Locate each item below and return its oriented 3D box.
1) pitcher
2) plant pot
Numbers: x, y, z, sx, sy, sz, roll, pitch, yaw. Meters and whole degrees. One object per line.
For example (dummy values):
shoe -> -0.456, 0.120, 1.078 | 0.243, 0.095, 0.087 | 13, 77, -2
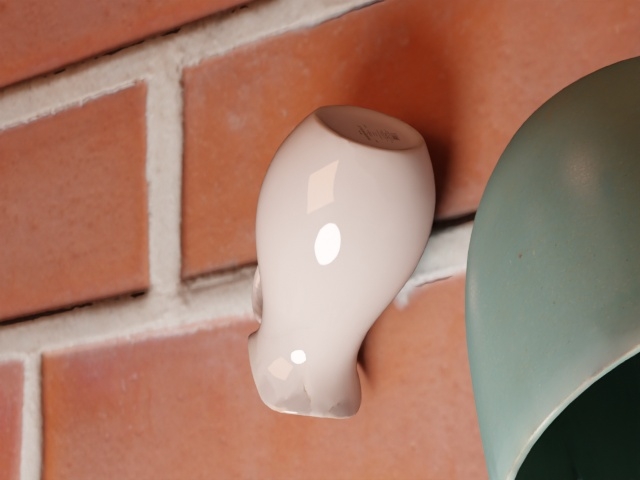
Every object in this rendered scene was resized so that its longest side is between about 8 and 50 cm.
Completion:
pitcher -> 0.000, 0.000, 1.458 | 0.178, 0.125, 0.207 | -127, 47, -55
plant pot -> 0.213, 0.036, 1.109 | 0.293, 0.293, 0.235 | -47, 38, 30
